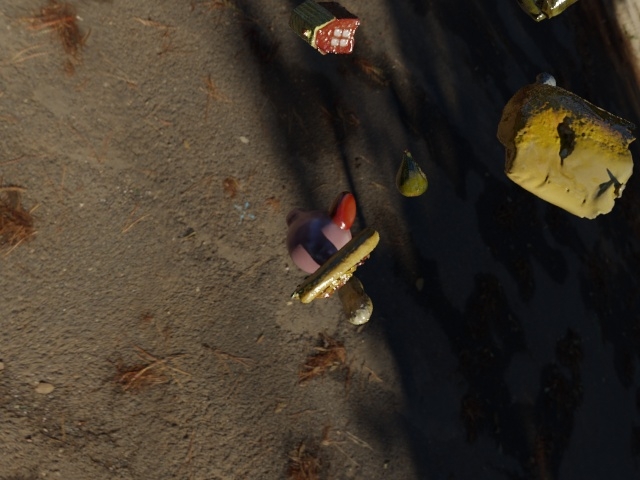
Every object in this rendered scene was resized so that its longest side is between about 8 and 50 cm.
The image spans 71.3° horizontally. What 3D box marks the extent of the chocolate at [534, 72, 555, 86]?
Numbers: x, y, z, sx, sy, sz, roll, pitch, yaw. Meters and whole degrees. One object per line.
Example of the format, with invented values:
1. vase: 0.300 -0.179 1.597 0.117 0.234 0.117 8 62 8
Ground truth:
1. chocolate: 0.793 -0.511 1.590 0.072 0.072 0.166 -26 121 -44

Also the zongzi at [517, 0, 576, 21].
1. zongzi: 0.382 -0.537 0.694 0.139 0.300 0.286 -32 93 -8

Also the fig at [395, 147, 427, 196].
1. fig: 0.347 -0.259 1.780 0.133 0.127 0.184 -20 77 -48

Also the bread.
1. bread: 0.718 -0.295 1.325 0.394 0.250 0.361 32 46 0

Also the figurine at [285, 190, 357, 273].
1. figurine: 0.006 0.002 1.506 0.211 0.262 0.269 -72 150 -55

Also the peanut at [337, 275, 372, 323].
1. peanut: 0.099 0.177 1.338 0.100 0.099 0.214 32 15 -31

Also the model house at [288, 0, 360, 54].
1. model house: 0.000 -0.874 1.824 0.254 0.160 0.196 -16 53 -37

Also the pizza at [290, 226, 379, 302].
1. pizza: 0.036 0.086 1.190 0.289 0.229 0.081 -41 91 -26
